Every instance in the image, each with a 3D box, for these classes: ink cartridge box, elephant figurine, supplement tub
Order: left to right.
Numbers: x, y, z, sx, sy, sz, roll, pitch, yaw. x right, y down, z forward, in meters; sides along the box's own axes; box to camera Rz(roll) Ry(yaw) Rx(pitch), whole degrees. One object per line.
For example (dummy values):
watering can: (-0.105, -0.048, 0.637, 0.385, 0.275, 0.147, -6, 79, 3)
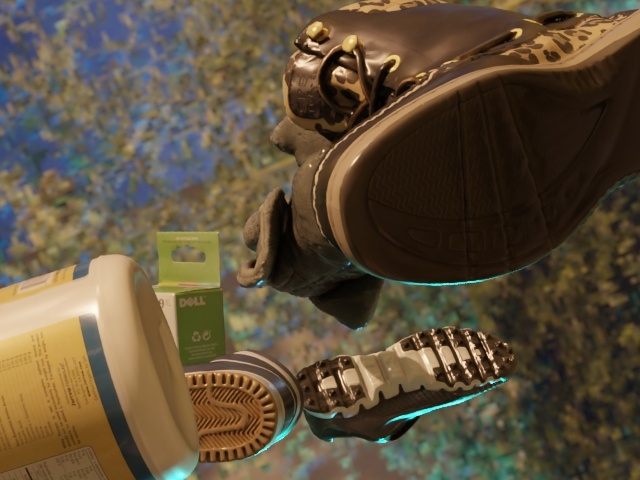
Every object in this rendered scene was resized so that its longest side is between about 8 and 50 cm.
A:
supplement tub: (-0.186, 0.102, 0.882, 0.144, 0.200, 0.144, -18, -90, -89)
ink cartridge box: (-0.150, 0.097, 1.468, 0.062, 0.109, 0.209, -5, -87, -40)
elephant figurine: (0.000, 0.000, 1.310, 0.169, 0.239, 0.186, 43, -143, 9)

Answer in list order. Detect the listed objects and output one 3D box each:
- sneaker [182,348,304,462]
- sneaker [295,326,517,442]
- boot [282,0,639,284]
sneaker: (-0.152, 0.143, 1.296, 0.153, 0.282, 0.099, -5, -82, -74)
sneaker: (0.087, 0.155, 1.518, 0.106, 0.234, 0.078, 90, 165, -50)
boot: (0.077, -0.092, 1.075, 0.377, 0.284, 0.138, -30, -61, -34)
